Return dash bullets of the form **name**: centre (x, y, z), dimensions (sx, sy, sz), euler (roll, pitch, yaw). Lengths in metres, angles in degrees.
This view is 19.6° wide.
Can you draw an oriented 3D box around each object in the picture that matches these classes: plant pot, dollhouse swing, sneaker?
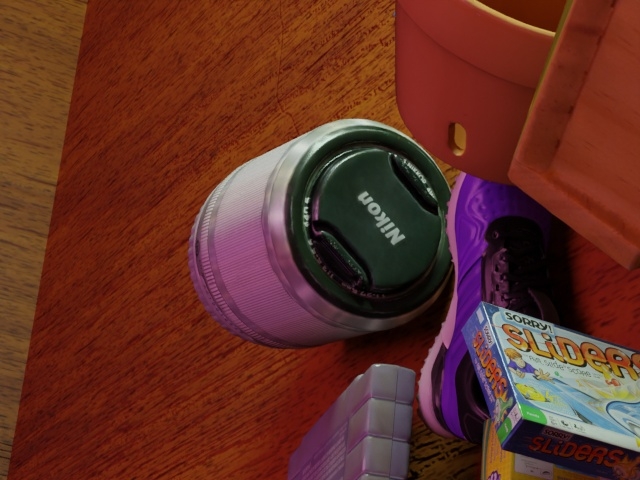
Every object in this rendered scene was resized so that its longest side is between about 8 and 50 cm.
- **plant pot**: centre (0.187, -0.185, 1.654), dimensions (0.291, 0.290, 0.203), euler (-99, 18, -46)
- **dollhouse swing**: centre (0.313, -0.144, 1.151), dimensions (0.347, 0.305, 0.315), euler (102, -171, -58)
- **sneaker**: centre (0.180, 0.049, 1.702), dimensions (0.146, 0.102, 0.293), euler (-170, 89, -67)

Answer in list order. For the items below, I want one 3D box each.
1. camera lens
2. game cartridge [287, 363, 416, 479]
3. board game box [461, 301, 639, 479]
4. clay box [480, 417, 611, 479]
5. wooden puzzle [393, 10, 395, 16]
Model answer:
- **camera lens**: centre (0.000, 0.000, 1.974), dimensions (0.274, 0.219, 0.219), euler (-20, 56, 61)
- **game cartridge**: centre (0.022, 0.276, 1.861), dimensions (0.355, 0.068, 0.230), euler (125, 158, -65)
- **board game box**: centre (0.215, 0.127, 1.432), dimensions (0.035, 0.201, 0.136), euler (-59, 28, 29)
- **clay box**: centre (0.190, 0.257, 1.491), dimensions (0.053, 0.127, 0.222), euler (-36, 42, 55)
- **wooden puzzle**: centre (0.106, -0.284, 2.204), dimensions (0.049, 0.006, 0.083), euler (-68, 24, 11)
